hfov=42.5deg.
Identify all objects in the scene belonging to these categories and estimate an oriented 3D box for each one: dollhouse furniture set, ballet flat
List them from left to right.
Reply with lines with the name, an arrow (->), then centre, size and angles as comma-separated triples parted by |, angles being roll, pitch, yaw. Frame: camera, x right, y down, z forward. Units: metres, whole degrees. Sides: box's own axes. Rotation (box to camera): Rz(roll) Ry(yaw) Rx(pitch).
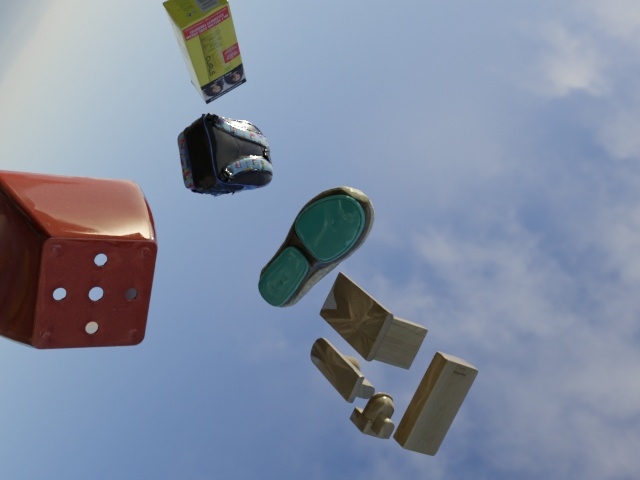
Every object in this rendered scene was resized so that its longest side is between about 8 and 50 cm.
ballet flat -> 0.000, 0.000, 0.693 | 0.052, 0.057, 0.168 | -32, 173, -44
dollhouse furniture set -> 0.076, 0.142, 0.950 | 0.144, 0.151, 0.123 | -64, -149, 8

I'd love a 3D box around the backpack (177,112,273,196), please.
backpack -> -0.183, -0.165, 1.653 | 0.117, 0.173, 0.158 | -23, -105, 38

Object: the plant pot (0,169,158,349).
plant pot -> -0.404, 0.050, 1.355 | 0.235, 0.267, 0.267 | 31, -66, 53

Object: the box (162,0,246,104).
box -> -0.174, -0.305, 1.280 | 0.087, 0.058, 0.232 | -31, 163, -9
